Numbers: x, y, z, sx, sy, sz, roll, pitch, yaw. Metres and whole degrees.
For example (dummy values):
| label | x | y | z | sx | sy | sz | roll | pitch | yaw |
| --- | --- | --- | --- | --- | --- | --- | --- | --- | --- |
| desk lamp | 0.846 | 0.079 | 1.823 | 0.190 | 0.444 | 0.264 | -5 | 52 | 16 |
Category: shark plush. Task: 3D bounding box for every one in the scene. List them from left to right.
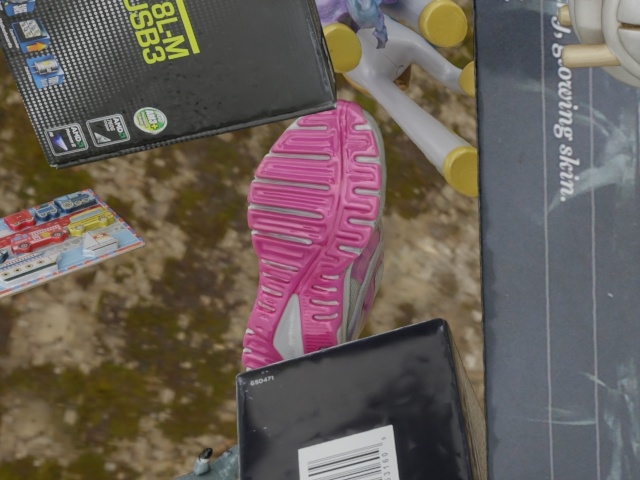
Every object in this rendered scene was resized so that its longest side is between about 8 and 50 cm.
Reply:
| label | x | y | z | sx | sy | sz | roll | pitch | yaw |
| --- | --- | --- | --- | --- | --- | --- | --- | --- | --- |
| shark plush | -0.104 | 0.231 | 1.431 | 0.161 | 0.067 | 0.073 | -30 | 38 | -21 |

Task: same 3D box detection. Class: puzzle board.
| label | x | y | z | sx | sy | sz | roll | pitch | yaw |
| --- | --- | --- | --- | --- | --- | --- | --- | --- | --- |
| puzzle board | -0.205 | 0.001 | 1.077 | 0.128 | 0.011 | 0.096 | -22 | 36 | -26 |

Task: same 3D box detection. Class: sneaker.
| label | x | y | z | sx | sy | sz | roll | pitch | yaw |
| --- | --- | --- | --- | --- | --- | --- | --- | --- | --- |
| sneaker | 0.000 | 0.000 | 1.173 | 0.103 | 0.111 | 0.252 | 18 | 118 | 11 |

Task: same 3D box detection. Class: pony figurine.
| label | x | y | z | sx | sy | sz | roll | pitch | yaw |
| --- | --- | --- | --- | --- | --- | --- | --- | --- | --- |
| pony figurine | -0.003 | -0.218 | 1.387 | 0.303 | 0.351 | 0.363 | -50 | 32 | 2 |

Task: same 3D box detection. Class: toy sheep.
| label | x | y | z | sx | sy | sz | roll | pitch | yaw |
| --- | --- | --- | --- | --- | --- | --- | --- | --- | --- |
| toy sheep | 0.145 | -0.103 | 0.626 | 0.091 | 0.132 | 0.091 | 3 | 120 | 6 |

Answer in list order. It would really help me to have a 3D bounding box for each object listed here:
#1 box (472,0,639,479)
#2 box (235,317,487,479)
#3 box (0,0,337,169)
| label | x | y | z | sx | sy | sz | roll | pitch | yaw |
| --- | --- | --- | --- | --- | --- | --- | --- | --- | --- |
| box | 0.352 | -0.086 | 0.819 | 0.472 | 0.297 | 0.480 | 1 | 99 | 29 |
| box | 0.067 | 0.276 | 1.112 | 0.183 | 0.294 | 0.296 | -16 | 43 | 12 |
| box | -0.100 | -0.145 | 0.863 | 0.184 | 0.191 | 0.045 | -10 | 34 | 9 |
